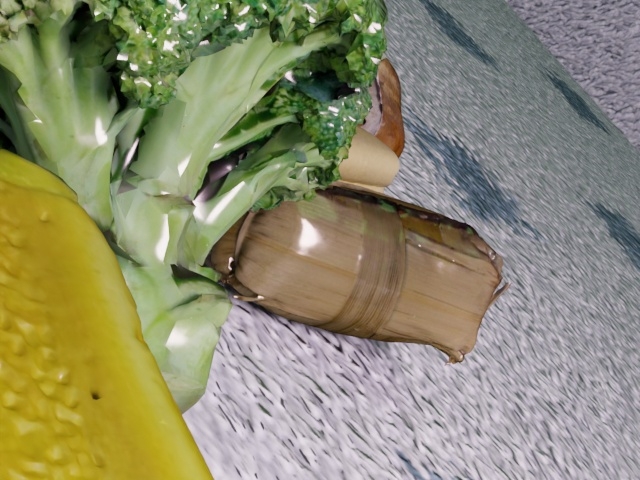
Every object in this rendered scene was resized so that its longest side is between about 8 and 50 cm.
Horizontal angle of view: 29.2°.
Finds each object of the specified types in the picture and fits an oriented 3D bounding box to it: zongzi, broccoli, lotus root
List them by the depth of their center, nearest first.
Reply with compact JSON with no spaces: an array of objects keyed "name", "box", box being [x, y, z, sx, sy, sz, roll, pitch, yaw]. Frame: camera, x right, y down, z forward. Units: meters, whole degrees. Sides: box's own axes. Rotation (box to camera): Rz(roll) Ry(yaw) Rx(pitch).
[{"name":"broccoli","box":[-0.094,-0.055,0.563,0.270,0.270,0.270,20,63,-49]},{"name":"zongzi","box":[0.000,0.000,0.821,0.195,0.099,0.197,18,7,-32]},{"name":"lotus root","box":[0.010,-0.105,0.995,0.081,0.112,0.122,22,60,-66]}]

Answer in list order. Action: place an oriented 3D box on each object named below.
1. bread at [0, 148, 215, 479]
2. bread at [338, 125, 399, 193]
[{"name":"bread","box":[-0.088,0.126,0.345,0.166,0.112,0.383,8,42,-50]},{"name":"bread","box":[-0.038,-0.073,0.875,0.139,0.060,0.178,28,12,31]}]
